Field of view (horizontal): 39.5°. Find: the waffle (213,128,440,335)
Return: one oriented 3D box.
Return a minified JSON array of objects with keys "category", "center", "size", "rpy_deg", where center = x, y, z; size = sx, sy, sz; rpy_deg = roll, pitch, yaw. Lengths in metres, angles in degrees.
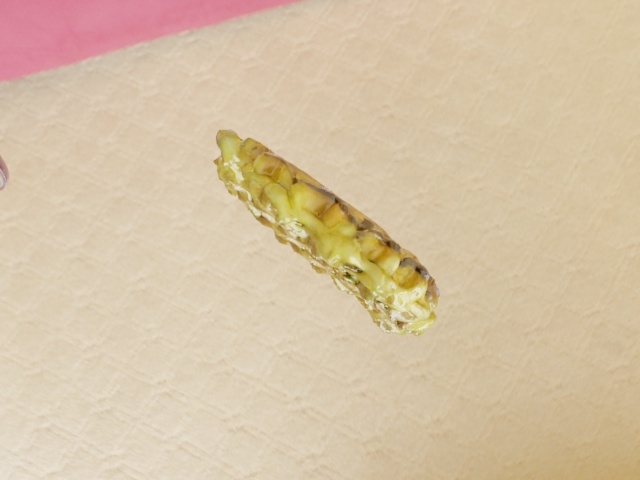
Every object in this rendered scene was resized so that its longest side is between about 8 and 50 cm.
[{"category":"waffle","center":[0.000,0.000,0.765],"size":[0.238,0.243,0.058],"rpy_deg":[37,82,11]}]

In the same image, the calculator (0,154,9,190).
[{"category":"calculator","center":[-0.474,-0.158,1.025],"size":[0.194,0.294,0.043],"rpy_deg":[2,49,37]}]
